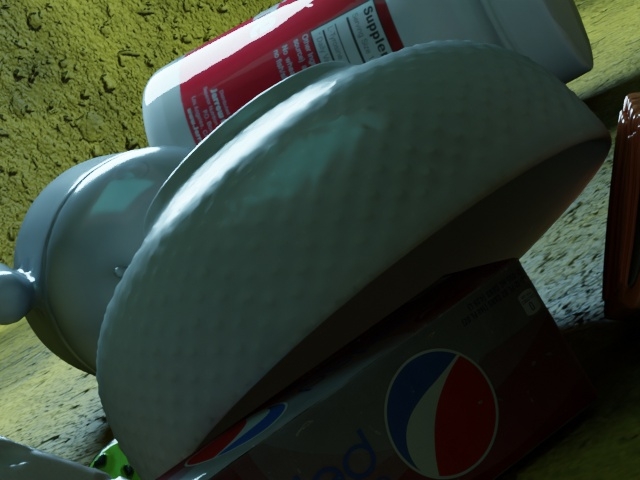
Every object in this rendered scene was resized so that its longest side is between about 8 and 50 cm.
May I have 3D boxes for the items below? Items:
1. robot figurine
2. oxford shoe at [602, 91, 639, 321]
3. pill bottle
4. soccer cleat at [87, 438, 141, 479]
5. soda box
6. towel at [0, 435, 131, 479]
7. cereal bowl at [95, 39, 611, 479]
[{"bbox_3d":[-0.142,0.024,1.587,0.300,0.200,0.353,-13,4,-16],"label":"robot figurine"},{"bbox_3d":[0.225,-0.011,1.029,0.132,0.130,0.364,5,6,5],"label":"oxford shoe"},{"bbox_3d":[0.049,-0.153,1.869,0.407,0.229,0.229,-26,10,18],"label":"pill bottle"},{"bbox_3d":[-0.112,0.146,1.305,0.060,0.072,0.179,17,47,15],"label":"soccer cleat"},{"bbox_3d":[0.010,0.115,0.963,0.263,0.092,0.083,-33,7,-25],"label":"soda box"},{"bbox_3d":[-0.096,0.182,0.545,0.317,0.053,0.332,16,30,19],"label":"towel"},{"bbox_3d":[0.000,0.000,1.111,0.339,0.141,0.339,-38,-13,-10],"label":"cereal bowl"}]
